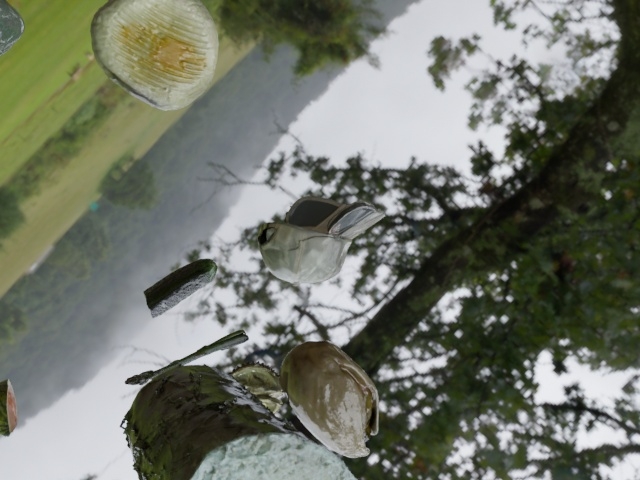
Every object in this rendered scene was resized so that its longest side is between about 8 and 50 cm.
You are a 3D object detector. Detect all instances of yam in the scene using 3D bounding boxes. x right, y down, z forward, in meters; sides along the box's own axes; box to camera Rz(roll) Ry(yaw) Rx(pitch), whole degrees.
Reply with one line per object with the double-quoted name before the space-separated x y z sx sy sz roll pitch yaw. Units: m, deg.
"yam" -0.120 0.304 1.068 0.241 0.241 0.348 -51 -151 -10

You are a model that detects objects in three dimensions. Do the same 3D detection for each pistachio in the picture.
"pistachio" 0.022 0.274 1.382 0.153 0.238 0.137 -19 -154 45

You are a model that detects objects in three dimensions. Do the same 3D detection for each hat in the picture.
"hat" 0.006 -0.006 1.683 0.275 0.161 0.232 -27 -158 -25

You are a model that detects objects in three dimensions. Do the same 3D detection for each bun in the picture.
"bun" -0.316 -0.371 1.529 0.244 0.244 0.153 -48 -160 3

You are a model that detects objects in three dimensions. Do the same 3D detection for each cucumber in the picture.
"cucumber" -0.331 0.104 1.902 0.241 0.074 0.074 -32 -159 29

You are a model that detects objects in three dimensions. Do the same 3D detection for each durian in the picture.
"durian" -0.137 0.279 1.499 0.140 0.110 0.071 -10 180 -9

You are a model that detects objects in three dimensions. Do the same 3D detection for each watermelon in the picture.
"watermelon" -0.618 0.314 1.529 0.069 0.086 0.163 -11 -174 -15

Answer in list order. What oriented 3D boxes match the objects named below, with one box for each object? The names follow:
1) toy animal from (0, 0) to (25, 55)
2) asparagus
"toy animal" -0.357 -0.199 0.785 0.251 0.127 0.125 -6 -154 41
"asparagus" -0.214 0.191 1.303 0.233 0.023 0.022 -20 -144 -38
